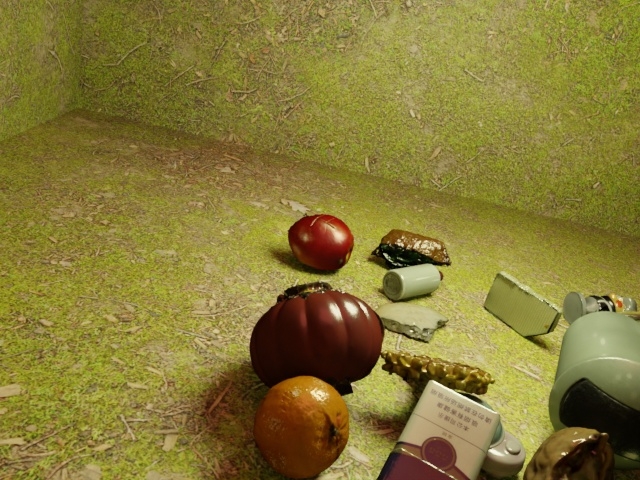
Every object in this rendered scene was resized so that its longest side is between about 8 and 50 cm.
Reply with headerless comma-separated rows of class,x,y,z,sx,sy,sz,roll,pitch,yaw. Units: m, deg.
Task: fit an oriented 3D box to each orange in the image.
orange,-0.031,0.358,1.063,0.193,0.194,0.161,-8,16,-41

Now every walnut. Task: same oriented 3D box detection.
walnut,0.493,0.474,1.115,0.238,0.204,0.141,-1,5,-45

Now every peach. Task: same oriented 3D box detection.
peach,0.000,0.000,1.895,0.226,0.196,0.190,21,-9,11

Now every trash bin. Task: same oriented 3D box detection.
trash bin,0.732,0.364,1.394,0.280,0.281,0.432,23,22,19

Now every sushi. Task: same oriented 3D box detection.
sushi,0.335,0.054,2.025,0.286,0.149,0.140,18,58,12

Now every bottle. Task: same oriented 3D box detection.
bottle,0.327,0.135,1.877,0.245,0.104,0.104,-6,31,-39

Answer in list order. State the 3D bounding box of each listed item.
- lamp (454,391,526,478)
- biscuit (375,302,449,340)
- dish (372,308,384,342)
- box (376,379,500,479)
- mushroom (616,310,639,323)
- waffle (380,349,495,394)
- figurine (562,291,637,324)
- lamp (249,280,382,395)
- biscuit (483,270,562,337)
lamp,0.344,0.422,1.241,0.246,0.108,0.179,30,32,31
biscuit,0.281,0.242,1.695,0.265,0.040,0.188,3,24,-25
dish,0.099,0.253,1.524,0.141,0.078,0.141,6,69,-16
box,0.238,0.426,1.107,0.168,0.071,0.259,23,47,20
mushroom,0.941,0.316,1.641,0.291,0.218,0.212,18,4,29
waffle,0.284,0.320,1.332,0.259,0.069,0.293,10,-6,23
figurine,1.001,0.249,1.982,0.236,0.133,0.176,5,6,-7
lamp,-0.010,0.230,1.253,0.302,0.303,0.257,-2,71,-32
biscuit,0.662,0.222,1.816,0.052,0.150,0.252,-5,29,-34
